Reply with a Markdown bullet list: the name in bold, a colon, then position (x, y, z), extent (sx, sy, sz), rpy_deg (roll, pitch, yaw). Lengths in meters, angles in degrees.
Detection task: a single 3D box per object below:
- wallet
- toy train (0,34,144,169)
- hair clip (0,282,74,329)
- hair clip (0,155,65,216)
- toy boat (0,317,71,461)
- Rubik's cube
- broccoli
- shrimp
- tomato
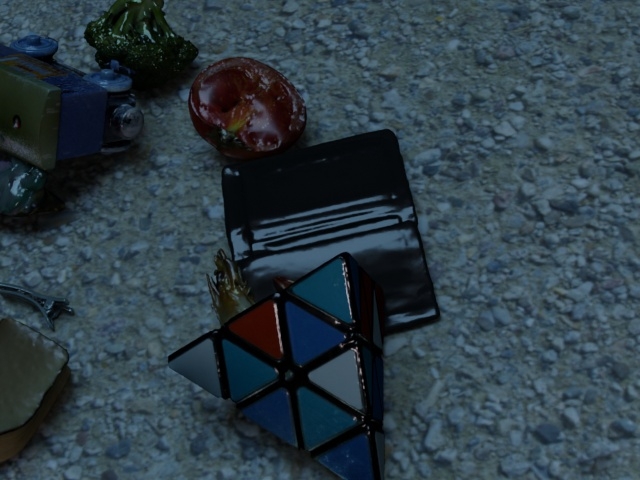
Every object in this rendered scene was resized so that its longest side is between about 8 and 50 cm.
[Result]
- **wallet**: position (0.000, 0.000, 1.918), extent (0.247, 0.041, 0.323), rpy_deg (-14, 48, 4)
- **toy train**: position (-0.390, -0.193, 2.120), extent (0.299, 0.131, 0.202), rpy_deg (23, 26, 36)
- **hair clip**: position (-0.367, 0.080, 1.955), extent (0.115, 0.030, 0.039), rpy_deg (17, 55, 30)
- **hair clip**: position (-0.500, -0.089, 2.129), extent (0.358, 0.110, 0.095), rpy_deg (17, 25, 30)
- **toy boat**: position (-0.375, 0.181, 1.800), extent (0.116, 0.061, 0.188), rpy_deg (30, 52, 1)
- **Rubik's cube**: position (0.026, 0.074, 1.721), extent (0.284, 0.250, 0.234), rpy_deg (27, 31, 17)
- **broccoli**: position (-0.261, -0.284, 2.212), extent (0.162, 0.138, 0.145), rpy_deg (15, 12, 32)
- **shrimp**: position (-0.050, 0.094, 1.805), extent (0.133, 0.053, 0.236), rpy_deg (-32, 60, -7)
- **tomato**: position (-0.100, -0.162, 2.074), extent (0.159, 0.091, 0.139), rpy_deg (26, 60, 5)
